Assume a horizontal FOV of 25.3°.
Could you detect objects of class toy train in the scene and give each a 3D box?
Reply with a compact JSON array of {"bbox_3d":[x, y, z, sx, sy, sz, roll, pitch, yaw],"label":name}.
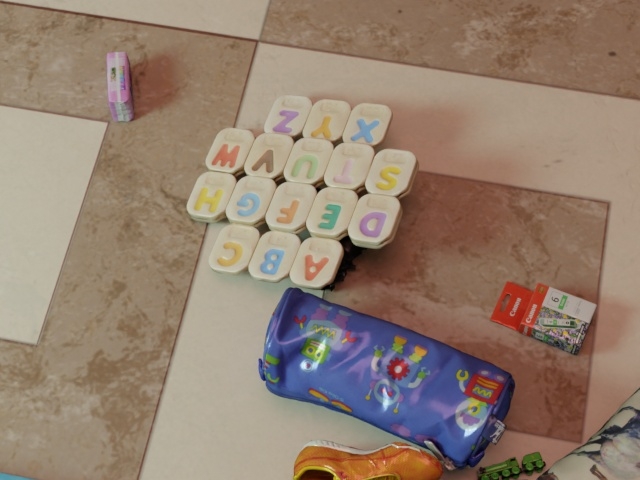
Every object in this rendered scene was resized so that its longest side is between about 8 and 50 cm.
[{"bbox_3d":[0.220,0.265,1.653,0.083,0.017,0.024,-14,52,-6],"label":"toy train"}]

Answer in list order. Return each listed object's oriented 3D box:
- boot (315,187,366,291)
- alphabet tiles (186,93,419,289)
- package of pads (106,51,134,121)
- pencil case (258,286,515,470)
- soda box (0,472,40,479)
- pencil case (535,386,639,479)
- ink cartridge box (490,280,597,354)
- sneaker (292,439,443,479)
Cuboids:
[{"bbox_3d":[0.000,0.000,1.789,0.099,0.045,0.121,-43,67,-14],"label":"boot"},{"bbox_3d":[-0.024,-0.070,1.797,0.284,0.021,0.278,9,61,23],"label":"alphabet tiles"},{"bbox_3d":[-0.267,-0.204,1.900,0.032,0.050,0.083,-5,62,-4],"label":"package of pads"},{"bbox_3d":[0.073,0.164,1.653,0.306,0.119,0.133,21,66,13],"label":"pencil case"},{"bbox_3d":[-0.381,0.303,1.616,0.210,0.067,0.071,10,62,6],"label":"soda box"},{"bbox_3d":[0.348,0.259,1.542,0.410,0.183,0.160,-35,81,-22],"label":"pencil case"},{"bbox_3d":[0.272,0.089,1.740,0.115,0.029,0.063,22,64,12],"label":"ink cartridge box"},{"bbox_3d":[0.054,0.268,1.616,0.175,0.064,0.067,-4,41,20],"label":"sneaker"}]
